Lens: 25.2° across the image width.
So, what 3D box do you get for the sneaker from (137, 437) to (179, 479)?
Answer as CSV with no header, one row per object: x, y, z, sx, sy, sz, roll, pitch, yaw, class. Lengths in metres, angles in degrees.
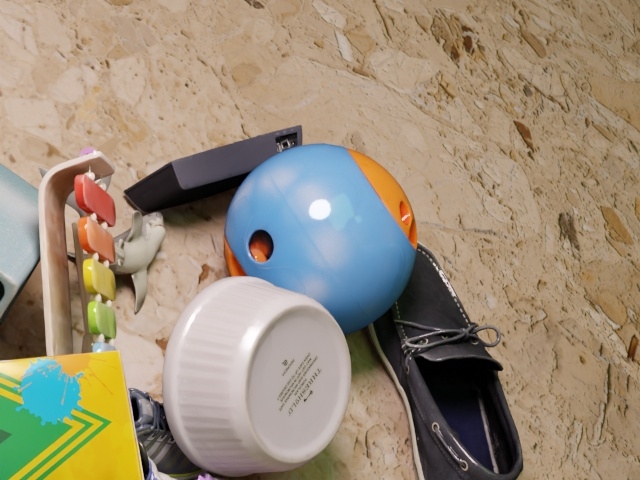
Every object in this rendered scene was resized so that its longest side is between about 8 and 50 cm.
-0.240,0.309,1.737,0.315,0.182,0.127,45,79,-17,sneaker

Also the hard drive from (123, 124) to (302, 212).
-0.158,-0.108,2.202,0.254,0.172,0.054,-20,87,-39,hard drive

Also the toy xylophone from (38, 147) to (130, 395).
-0.295,0.048,1.828,0.081,0.236,0.323,-5,89,2,toy xylophone

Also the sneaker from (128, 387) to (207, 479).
-0.231,0.254,1.905,0.300,0.121,0.111,-2,58,-32,sneaker

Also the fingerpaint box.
-0.450,0.260,1.532,0.371,0.445,0.163,-3,74,-34,fingerpaint box

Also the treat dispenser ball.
0.000,0.000,2.123,0.288,0.288,0.288,16,50,-20,treat dispenser ball

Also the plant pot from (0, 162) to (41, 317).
-0.488,0.008,1.868,0.247,0.248,0.252,35,32,-3,plant pot

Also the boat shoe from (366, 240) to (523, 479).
0.194,0.192,2.191,0.186,0.156,0.500,5,53,-26,boat shoe

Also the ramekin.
-0.073,0.185,1.912,0.273,0.127,0.273,-1,92,-48,ramekin

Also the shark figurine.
-0.320,0.002,2.041,0.116,0.278,0.166,5,77,19,shark figurine

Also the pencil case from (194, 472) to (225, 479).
-0.088,0.381,1.918,0.206,0.088,0.086,23,58,-13,pencil case
